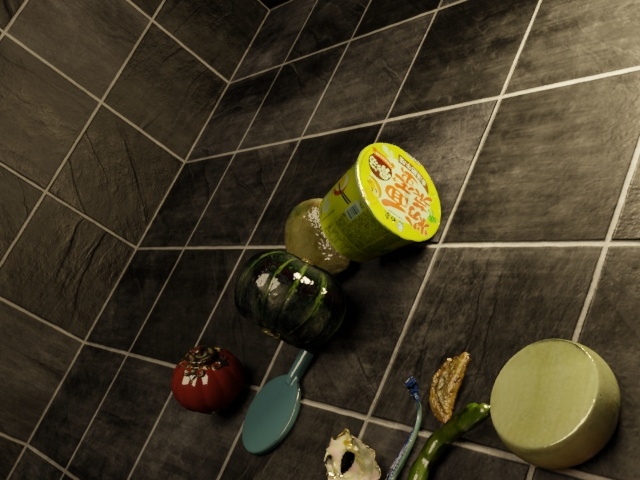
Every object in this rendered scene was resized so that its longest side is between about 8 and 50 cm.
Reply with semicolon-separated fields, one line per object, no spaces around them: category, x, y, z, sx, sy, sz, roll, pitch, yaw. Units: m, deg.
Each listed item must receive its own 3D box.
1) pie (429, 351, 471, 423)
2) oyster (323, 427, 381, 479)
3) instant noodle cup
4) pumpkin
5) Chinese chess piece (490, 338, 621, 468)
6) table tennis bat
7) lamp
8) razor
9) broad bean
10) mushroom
pie;0.290;0.329;1.730;0.092;0.034;0.169;12;75;55
oyster;0.074;0.537;1.778;0.133;0.072;0.209;-44;38;-13
instant noodle cup;0.153;-0.090;2.115;0.221;0.311;0.311;-35;34;43
pumpkin;-0.084;0.161;2.127;0.241;0.323;0.323;-58;31;-6
Chinese chess piece;0.449;0.312;1.461;0.250;0.101;0.250;-34;36;29
table tennis bat;-0.118;0.454;2.151;0.329;0.044;0.215;-59;30;-4
lamp;-0.346;0.420;2.321;0.227;0.227;0.226;-34;36;29
razor;0.181;0.474;1.717;0.056;0.093;0.324;13;70;19
broad bean;0.262;0.444;1.606;0.291;0.049;0.144;-57;10;7
mushroom;-0.006;0.007;2.310;0.292;0.212;0.217;-21;35;33
